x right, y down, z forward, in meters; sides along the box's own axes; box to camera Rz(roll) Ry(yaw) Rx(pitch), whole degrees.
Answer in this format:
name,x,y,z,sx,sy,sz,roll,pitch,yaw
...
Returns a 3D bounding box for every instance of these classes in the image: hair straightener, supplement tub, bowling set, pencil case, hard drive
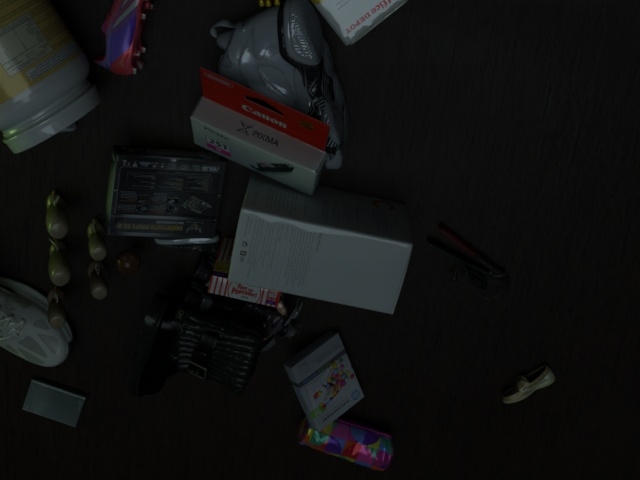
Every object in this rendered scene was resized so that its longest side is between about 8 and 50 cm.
name,x,y,z,sx,sy,sz,roll,pitch,yaw
hair straightener,0.324,0.059,1.954,0.230,0.047,0.089,33,111,-18
supplement tub,-0.589,-0.356,1.668,0.241,0.241,0.331,-26,111,12
bowling set,-0.499,0.045,1.926,0.199,0.154,0.287,2,115,-20
pencil case,0.060,0.471,2.115,0.236,0.104,0.104,21,113,-10
hard drive,-0.637,0.387,2.131,0.135,0.022,0.094,21,113,-8

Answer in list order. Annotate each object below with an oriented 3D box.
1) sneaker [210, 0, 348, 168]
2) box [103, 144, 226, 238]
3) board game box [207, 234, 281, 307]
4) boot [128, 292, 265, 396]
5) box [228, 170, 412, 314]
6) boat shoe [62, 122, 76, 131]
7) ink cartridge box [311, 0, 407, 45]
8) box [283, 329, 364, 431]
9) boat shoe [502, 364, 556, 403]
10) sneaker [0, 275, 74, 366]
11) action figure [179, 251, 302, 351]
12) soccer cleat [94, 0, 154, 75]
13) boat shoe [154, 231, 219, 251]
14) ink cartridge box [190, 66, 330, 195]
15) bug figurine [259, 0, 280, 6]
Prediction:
name,x,y,z,sx,sy,sz,roll,pitch,yaw
sneaker,-0.076,-0.295,1.750,0.210,0.137,0.366,-6,127,18
box,-0.323,-0.098,1.842,0.231,0.056,0.183,1,117,-22
board game box,-0.152,0.064,1.878,0.146,0.193,0.045,13,115,-5
boot,-0.277,0.271,1.956,0.260,0.131,0.348,19,141,-6
box,0.000,0.000,1.835,0.345,0.215,0.168,12,115,-4
boat shoe,-0.556,-0.238,1.839,0.100,0.035,0.035,8,142,-6
ink cartridge box,0.047,-0.500,1.670,0.154,0.093,0.212,-35,107,16
box,0.009,0.322,2.036,0.145,0.038,0.186,-33,116,-27
boat shoe,0.480,0.333,2.071,0.135,0.050,0.045,-30,108,3
sneaker,-0.748,0.169,1.903,0.447,0.257,0.169,42,109,-17
action figure,-0.163,0.141,1.972,0.285,0.099,0.185,30,105,-17
soccer cleat,-0.376,-0.440,1.717,0.095,0.083,0.248,15,117,-1
boat shoe,-0.291,0.006,1.935,0.142,0.049,0.040,0,115,-1
ink cartridge box,-0.120,-0.204,1.717,0.275,0.239,0.060,25,73,4
bug figurine,-0.068,-0.568,1.578,0.216,0.072,0.279,-2,89,20
